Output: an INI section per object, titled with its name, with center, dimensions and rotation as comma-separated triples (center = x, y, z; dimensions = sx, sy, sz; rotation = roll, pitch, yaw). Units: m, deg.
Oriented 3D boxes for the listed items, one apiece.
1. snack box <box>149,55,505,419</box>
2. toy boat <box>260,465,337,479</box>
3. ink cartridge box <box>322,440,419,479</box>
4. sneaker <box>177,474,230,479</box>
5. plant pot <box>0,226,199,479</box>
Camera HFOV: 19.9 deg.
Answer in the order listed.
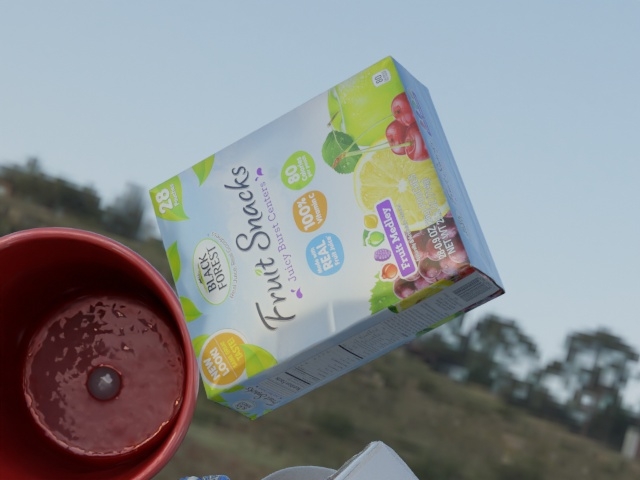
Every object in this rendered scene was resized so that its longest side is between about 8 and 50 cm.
[snack box]
center = 0.000, 0.000, 1.253
dimensions = 0.207, 0.175, 0.070
rotation = -29, -30, 18
[toy boat]
center = -0.036, 0.347, 1.911
dimensions = 0.151, 0.231, 0.151
rotation = 25, -37, 54
[ink cartridge box]
center = -0.054, 0.300, 1.230
dimensions = 0.131, 0.306, 0.226
rotation = 49, -34, 3
[sneaker]
center = -0.086, 0.269, 1.606
dimensions = 0.058, 0.135, 0.052
rotation = -16, -11, 2
[plant pot]
center = -0.236, 0.133, 1.806
dimensions = 0.274, 0.275, 0.243
rotation = 15, -5, 7
